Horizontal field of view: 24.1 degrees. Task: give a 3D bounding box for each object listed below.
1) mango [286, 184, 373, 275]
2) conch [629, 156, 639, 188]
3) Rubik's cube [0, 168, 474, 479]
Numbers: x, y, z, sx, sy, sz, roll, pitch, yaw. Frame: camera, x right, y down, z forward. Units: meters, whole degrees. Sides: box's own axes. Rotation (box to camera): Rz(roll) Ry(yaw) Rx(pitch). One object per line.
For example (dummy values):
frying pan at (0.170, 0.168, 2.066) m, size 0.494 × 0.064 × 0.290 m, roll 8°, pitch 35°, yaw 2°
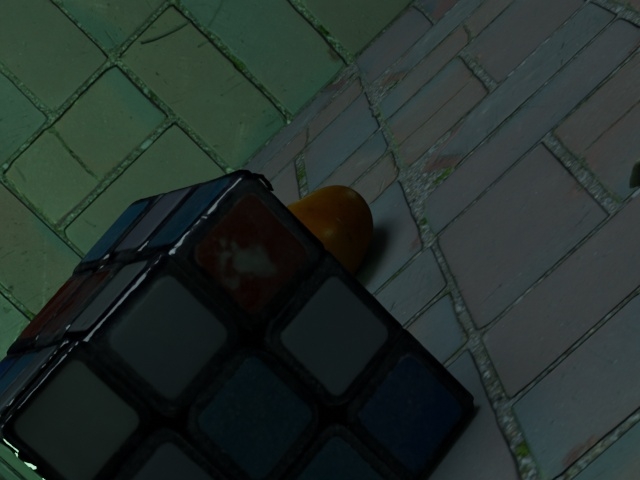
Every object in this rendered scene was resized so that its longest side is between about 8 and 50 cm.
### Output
mango at (0.000, 0.000, 2.181) m, size 0.187 × 0.138 × 0.257 m, roll -58°, pitch -2°, yaw 39°
conch at (0.355, -0.101, 1.387) m, size 0.155 × 0.130 × 0.207 m, roll -23°, pitch 7°, yaw 27°
Rubik's cube at (-0.121, 0.177, 1.519) m, size 0.358 × 0.362 × 0.363 m, roll -52°, pitch 13°, yaw -17°
